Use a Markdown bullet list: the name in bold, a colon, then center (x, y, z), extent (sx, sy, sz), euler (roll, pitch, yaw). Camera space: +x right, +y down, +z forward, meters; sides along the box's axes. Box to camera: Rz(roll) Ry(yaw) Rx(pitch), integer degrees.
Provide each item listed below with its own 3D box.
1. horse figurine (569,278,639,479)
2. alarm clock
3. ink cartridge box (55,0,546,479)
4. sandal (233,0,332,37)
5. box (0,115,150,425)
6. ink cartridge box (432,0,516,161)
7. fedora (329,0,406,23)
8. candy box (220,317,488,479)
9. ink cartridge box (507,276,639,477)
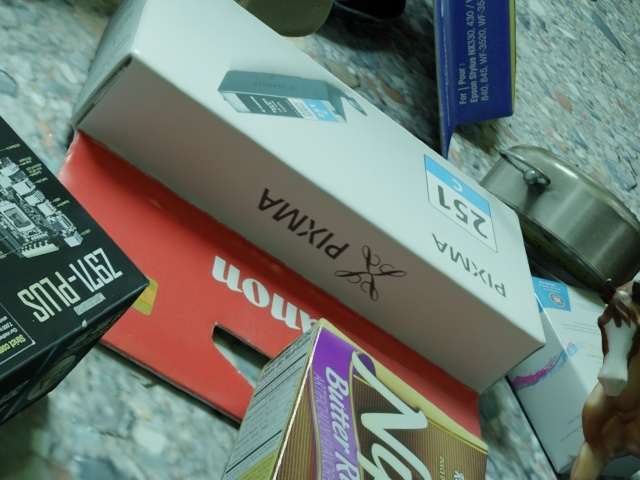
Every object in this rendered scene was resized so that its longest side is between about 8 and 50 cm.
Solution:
- **horse figurine**: center (0.215, 0.123, 0.666), extent (0.263, 0.066, 0.174), euler (14, 84, -41)
- **alarm clock**: center (0.168, -0.022, 0.810), extent (0.129, 0.064, 0.192), euler (38, 0, 34)
- **ink cartridge box**: center (0.000, 0.000, 0.630), extent (0.296, 0.066, 0.261), euler (34, 30, -21)
- **sandal**: center (-0.106, -0.204, 0.761), extent (0.240, 0.088, 0.079), euler (23, 3, -32)
- **box**: center (-0.170, 0.012, 0.380), extent (0.147, 0.077, 0.180), euler (47, 29, 2)
- **ink cartridge box**: center (0.129, -0.266, 0.948), extent (0.307, 0.072, 0.303), euler (-80, 166, -58)
- **fedora**: center (-0.002, -0.339, 0.967), extent (0.334, 0.152, 0.334), euler (33, 32, -23)
- **candy box**: center (0.008, 0.132, 0.473), extent (0.109, 0.053, 0.186), euler (38, 36, -14)
- **ink cartridge box**: center (0.170, 0.091, 0.748), extent (0.089, 0.052, 0.122), euler (14, 41, -43)
